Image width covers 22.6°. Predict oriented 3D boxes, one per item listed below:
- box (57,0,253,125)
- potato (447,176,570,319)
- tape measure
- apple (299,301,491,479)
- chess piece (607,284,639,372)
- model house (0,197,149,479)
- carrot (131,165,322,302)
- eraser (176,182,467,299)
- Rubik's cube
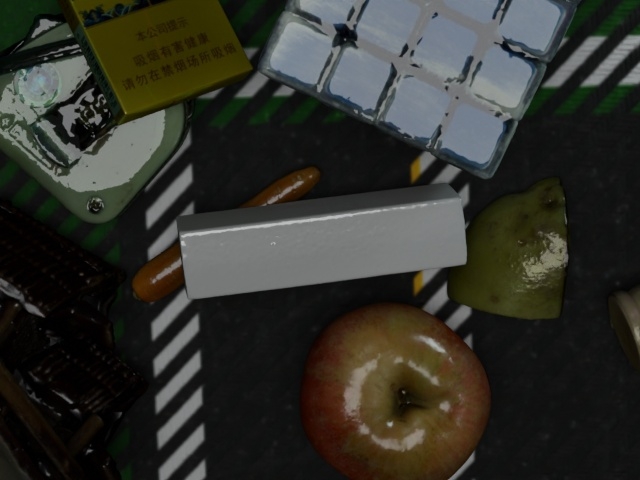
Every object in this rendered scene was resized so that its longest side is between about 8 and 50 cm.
[{"bbox_3d":[-0.197,-0.266,1.643,0.153,0.041,0.279,-23,83,-27],"label":"box"},{"bbox_3d":[0.202,0.007,1.720,0.120,0.081,0.149,2,98,-1],"label":"potato"},{"bbox_3d":[-0.256,-0.153,1.690,0.235,0.115,0.207,41,99,-4],"label":"tape measure"},{"bbox_3d":[0.079,0.168,1.706,0.209,0.164,0.209,0,92,-9],"label":"apple"},{"bbox_3d":[0.402,0.069,1.726,0.170,0.094,0.094,-22,97,-3],"label":"chess piece"},{"bbox_3d":[-0.296,0.110,1.667,0.317,0.297,0.282,34,54,1],"label":"model house"},{"bbox_3d":[-0.103,-0.009,1.745,0.248,0.043,0.043,-34,96,3],"label":"carrot"},{"bbox_3d":[0.000,0.000,1.700,0.298,0.078,0.076,-7,106,-6],"label":"eraser"},{"bbox_3d":[0.105,-0.234,1.601,0.259,0.253,0.256,24,99,-4],"label":"Rubik's cube"}]
